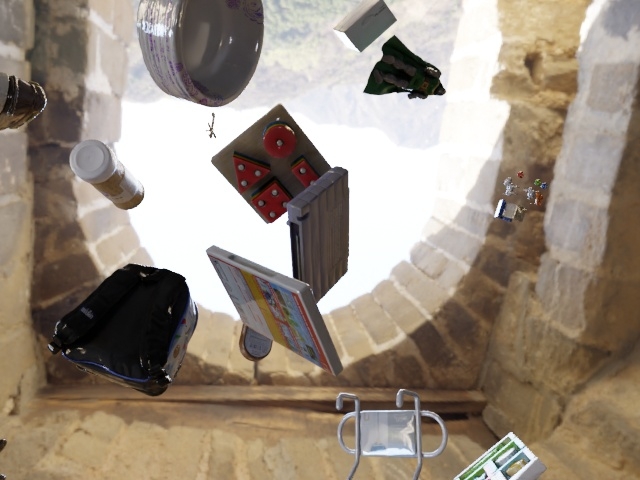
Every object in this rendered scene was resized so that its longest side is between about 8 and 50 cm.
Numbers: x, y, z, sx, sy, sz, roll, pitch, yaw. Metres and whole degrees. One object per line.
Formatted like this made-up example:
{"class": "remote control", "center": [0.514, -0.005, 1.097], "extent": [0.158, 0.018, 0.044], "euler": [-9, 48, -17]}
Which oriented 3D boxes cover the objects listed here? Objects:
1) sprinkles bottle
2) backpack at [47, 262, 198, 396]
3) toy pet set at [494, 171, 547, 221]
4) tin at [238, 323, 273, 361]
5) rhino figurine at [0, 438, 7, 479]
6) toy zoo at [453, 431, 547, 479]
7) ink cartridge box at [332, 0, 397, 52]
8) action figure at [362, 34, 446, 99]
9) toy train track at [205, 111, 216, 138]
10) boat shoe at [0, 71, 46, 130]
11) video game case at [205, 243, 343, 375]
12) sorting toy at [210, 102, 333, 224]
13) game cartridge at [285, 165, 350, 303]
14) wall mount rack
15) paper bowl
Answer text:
{"class": "sprinkles bottle", "center": [-0.655, -0.196, 1.750], "extent": [0.121, 0.122, 0.355], "euler": [9, 168, 1]}
{"class": "backpack", "center": [-0.400, 0.193, 1.252], "extent": [0.276, 0.264, 0.213], "euler": [17, 153, 7]}
{"class": "toy pet set", "center": [0.465, -0.101, 1.330], "extent": [0.122, 0.114, 0.065], "euler": [15, -175, -38]}
{"class": "tin", "center": [-0.199, 0.293, 1.798], "extent": [0.106, 0.190, 0.040], "euler": [23, 150, -26]}
{"class": "rhino figurine", "center": [-0.525, 0.296, 0.817], "extent": [0.106, 0.244, 0.073], "euler": [27, -151, 11]}
{"class": "toy zoo", "center": [0.399, 0.533, 1.254], "extent": [0.030, 0.192, 0.293], "euler": [50, -179, 9]}
{"class": "ink cartridge box", "center": [0.099, -0.495, 1.281], "extent": [0.063, 0.109, 0.150], "euler": [46, -170, -24]}
{"class": "action figure", "center": [0.214, -0.368, 1.275], "extent": [0.232, 0.137, 0.064], "euler": [1, -137, -43]}
{"class": "toy train track", "center": [-0.250, -0.261, 1.268], "extent": [0.014, 0.048, 0.083], "euler": [-9, -129, 11]}
{"class": "boat shoe", "center": [-0.698, -0.301, 1.248], "extent": [0.096, 0.117, 0.324], "euler": [8, 177, -37]}
{"class": "video game case", "center": [-0.091, 0.123, 1.029], "extent": [0.025, 0.204, 0.285], "euler": [-40, -143, -27]}
{"class": "sorting toy", "center": [-0.130, -0.198, 1.556], "extent": [0.255, 0.257, 0.089], "euler": [49, -169, -24]}
{"class": "game cartridge", "center": [0.000, 0.000, 1.496], "extent": [0.068, 0.355, 0.230], "euler": [19, -138, 24]}
{"class": "wall mount rack", "center": [0.145, 0.544, 1.426], "extent": [0.349, 0.305, 0.130], "euler": [-16, 153, 39]}
{"class": "paper bowl", "center": [-0.245, -0.416, 1.104], "extent": [0.147, 0.285, 0.284], "euler": [18, -165, 22]}
